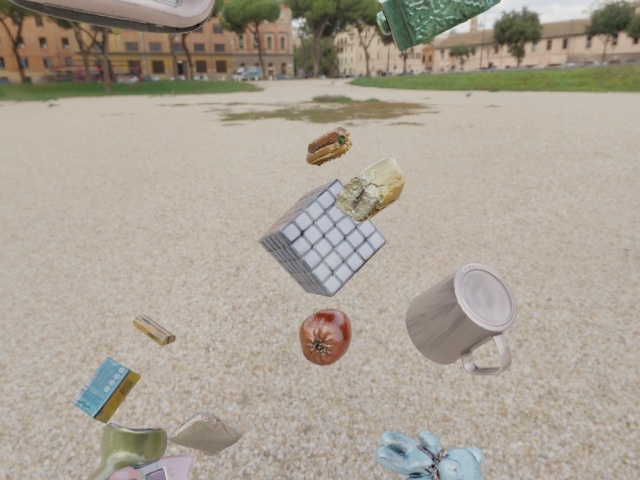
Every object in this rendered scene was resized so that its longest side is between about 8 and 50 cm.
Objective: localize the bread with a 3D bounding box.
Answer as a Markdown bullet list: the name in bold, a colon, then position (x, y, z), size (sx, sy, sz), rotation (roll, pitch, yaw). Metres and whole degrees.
- **bread**: position (0.098, -0.089, 0.853), size (0.106, 0.082, 0.125), rotation (-24, -14, -30)

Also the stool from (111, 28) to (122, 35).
- **stool**: position (-0.478, -0.591, 1.155), size (0.134, 0.111, 0.134), rotation (-21, 21, -4)

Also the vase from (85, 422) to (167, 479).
- **vase**: position (-0.522, 0.682, 1.202), size (0.240, 0.329, 0.303), rotation (9, 45, -13)

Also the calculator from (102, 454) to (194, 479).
- **calculator**: position (-0.421, 0.613, 1.002), size (0.329, 0.048, 0.220), rotation (-8, 55, -31)

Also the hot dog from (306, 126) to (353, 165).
- **hot dog**: position (0.022, -0.230, 1.143), size (0.055, 0.072, 0.188), rotation (18, -12, -28)

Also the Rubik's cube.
- **Rubik's cube**: position (0.000, 0.000, 1.312), size (0.238, 0.237, 0.237), rotation (-44, 12, -18)

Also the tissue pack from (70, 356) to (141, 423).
- **tissue pack**: position (-0.666, 0.466, 1.436), size (0.119, 0.082, 0.169), rotation (17, 58, 27)

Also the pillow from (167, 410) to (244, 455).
- **pillow**: position (-0.416, 0.710, 1.674), size (0.173, 0.270, 0.067), rotation (-38, 44, -2)

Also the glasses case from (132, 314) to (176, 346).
- **glasses case**: position (-0.621, 0.332, 1.717), size (0.169, 0.041, 0.064), rotation (25, 17, 26)

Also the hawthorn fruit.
- **hawthorn fruit**: position (0.043, 0.279, 1.392), size (0.165, 0.166, 0.285), rotation (8, 1, 24)

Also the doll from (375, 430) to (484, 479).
- **doll**: position (0.182, 0.359, 0.733), size (0.179, 0.075, 0.120), rotation (29, 55, -3)

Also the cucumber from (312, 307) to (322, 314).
- **cucumber**: position (-0.019, 0.309, 1.588), size (0.058, 0.187, 0.058), rotation (10, 44, -9)

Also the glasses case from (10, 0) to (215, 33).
- **glasses case**: position (-0.312, -0.376, 0.674), size (0.313, 0.122, 0.075), rotation (10, -22, -2)

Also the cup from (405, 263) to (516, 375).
- **cup**: position (0.398, 0.240, 1.311), size (0.208, 0.273, 0.289), rotation (12, 55, -16)

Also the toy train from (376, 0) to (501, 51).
- **toy train**: position (0.289, -0.587, 1.134), size (0.298, 0.167, 0.238), rotation (-23, 26, 16)
